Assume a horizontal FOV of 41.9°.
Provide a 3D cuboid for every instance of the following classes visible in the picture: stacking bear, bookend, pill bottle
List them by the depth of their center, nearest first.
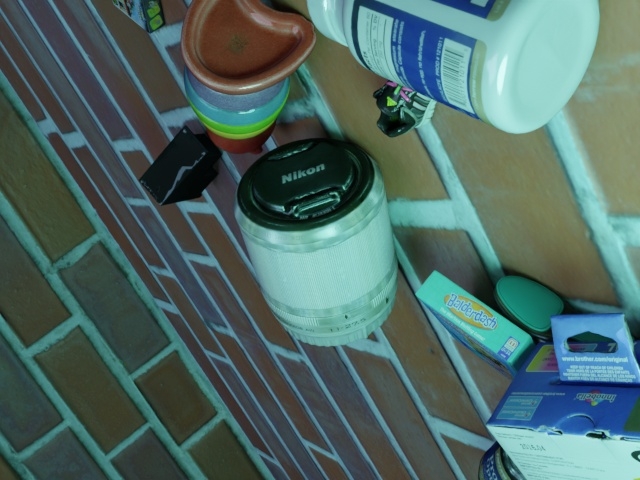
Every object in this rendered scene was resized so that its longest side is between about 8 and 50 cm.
[{"bbox_3d":[0.117,-0.218,0.810,0.265,0.153,0.153,34,151,37],"label":"pill bottle"},{"bbox_3d":[-0.120,-0.224,1.249,0.175,0.164,0.289,34,162,7],"label":"stacking bear"},{"bbox_3d":[0.326,0.340,1.282,0.123,0.123,0.219,44,156,19],"label":"pill bottle"},{"bbox_3d":[-0.259,-0.155,1.690,0.072,0.156,0.157,49,113,8],"label":"bookend"}]

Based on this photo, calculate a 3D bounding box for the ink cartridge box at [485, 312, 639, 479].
[{"bbox_3d":[0.377,0.253,0.932,0.395,0.151,0.270,51,150,-18],"label":"ink cartridge box"}]

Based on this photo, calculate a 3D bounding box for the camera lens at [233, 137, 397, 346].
[{"bbox_3d":[0.000,0.000,1.266,0.219,0.219,0.274,33,151,38],"label":"camera lens"}]

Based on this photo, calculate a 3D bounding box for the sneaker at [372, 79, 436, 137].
[{"bbox_3d":[0.103,-0.181,0.991,0.063,0.075,0.170,44,156,19],"label":"sneaker"}]

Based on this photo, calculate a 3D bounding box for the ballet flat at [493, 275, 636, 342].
[{"bbox_3d":[0.306,0.115,1.060,0.203,0.074,0.074,29,148,39],"label":"ballet flat"}]

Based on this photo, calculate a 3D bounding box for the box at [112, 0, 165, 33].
[{"bbox_3d":[-0.329,-0.467,1.431,0.114,0.036,0.207,41,155,24],"label":"box"}]

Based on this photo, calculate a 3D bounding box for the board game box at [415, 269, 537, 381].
[{"bbox_3d":[0.231,0.133,1.157,0.160,0.047,0.210,37,176,32],"label":"board game box"}]
